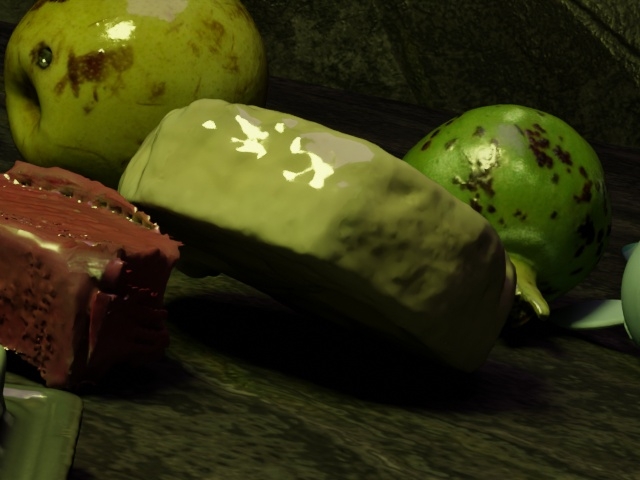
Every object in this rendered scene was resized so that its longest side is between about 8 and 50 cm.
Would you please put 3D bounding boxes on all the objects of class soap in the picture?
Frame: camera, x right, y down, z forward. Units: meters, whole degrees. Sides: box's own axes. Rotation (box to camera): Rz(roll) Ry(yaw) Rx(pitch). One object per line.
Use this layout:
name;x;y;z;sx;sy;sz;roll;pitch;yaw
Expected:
soap;-0.213;0.020;1.386;0.182;0.112;0.289;2;15;-30

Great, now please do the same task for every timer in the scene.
timer;0.331;0.062;1.747;0.175;0.175;0.255;9;-19;-12

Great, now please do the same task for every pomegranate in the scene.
pomegranate;0.165;-0.007;1.788;0.211;0.211;0.263;10;50;-10

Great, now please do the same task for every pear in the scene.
pear;-0.193;-0.164;1.987;0.284;0.283;0.283;11;10;-2

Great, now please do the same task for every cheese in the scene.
cheese;0.000;0.000;1.515;0.326;0.115;0.318;30;-12;-19

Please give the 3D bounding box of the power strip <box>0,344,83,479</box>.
power strip;-0.249;0.092;0.994;0.251;0.092;0.257;14;14;-7
